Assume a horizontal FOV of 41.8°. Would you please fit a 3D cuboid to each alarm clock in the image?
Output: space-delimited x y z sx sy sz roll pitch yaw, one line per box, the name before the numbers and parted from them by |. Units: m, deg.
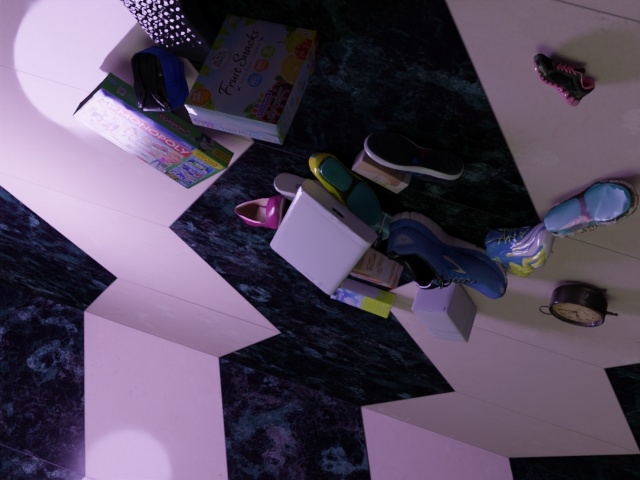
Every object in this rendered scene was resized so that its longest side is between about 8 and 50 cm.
alarm clock | 0.599 0.155 1.995 0.129 0.064 0.192 33 152 -25

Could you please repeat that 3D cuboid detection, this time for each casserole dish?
casserole dish | 0.109 -0.030 2.041 0.114 0.037 0.188 31 156 -21

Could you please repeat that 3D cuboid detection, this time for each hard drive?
hard drive | 0.000 0.000 1.962 0.203 0.040 0.307 40 150 4

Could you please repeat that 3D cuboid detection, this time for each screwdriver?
screwdriver | 0.142 -0.022 1.955 0.025 0.024 0.170 48 159 11

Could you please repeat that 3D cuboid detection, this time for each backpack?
backpack | -0.324 -0.330 1.682 0.098 0.101 0.120 3 119 28

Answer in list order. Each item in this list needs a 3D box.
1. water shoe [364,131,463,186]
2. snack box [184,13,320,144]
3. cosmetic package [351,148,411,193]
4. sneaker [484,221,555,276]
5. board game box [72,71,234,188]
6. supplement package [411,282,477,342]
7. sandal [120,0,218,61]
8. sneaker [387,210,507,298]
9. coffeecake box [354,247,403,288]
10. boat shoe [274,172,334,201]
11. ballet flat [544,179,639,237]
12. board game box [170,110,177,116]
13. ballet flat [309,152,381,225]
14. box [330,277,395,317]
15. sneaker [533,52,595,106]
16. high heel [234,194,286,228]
water shoe | 0.181 -0.153 1.670 0.203 0.073 0.080 19 159 6
snack box | -0.116 -0.285 1.466 0.174 0.207 0.070 15 156 14
cosmetic package | 0.130 -0.149 1.760 0.115 0.041 0.060 26 156 -11
sneaker | 0.420 0.012 1.802 0.126 0.091 0.240 20 157 5
board game box | -0.375 -0.236 1.868 0.317 0.046 0.213 33 155 -23
supplement package | 0.332 0.184 2.226 0.105 0.105 0.179 6 153 32
sandal | -0.272 -0.448 1.407 0.167 0.107 0.446 16 169 8
sneaker | 0.288 0.067 1.961 0.330 0.147 0.130 27 156 -15
coffeecake box | 0.101 0.053 2.107 0.142 0.068 0.185 16 173 37
boat shoe | -0.021 -0.103 1.961 0.184 0.066 0.063 15 166 13
ballet flat | 0.526 -0.062 1.593 0.077 0.091 0.241 -2 172 -26
board game box | -0.380 -0.260 1.938 0.141 0.048 0.170 7 153 34
ballet flat | 0.053 -0.119 1.868 0.231 0.077 0.077 44 169 -36
box | 0.123 0.164 2.435 0.178 0.042 0.109 19 156 5
sneaker | 0.384 -0.262 1.313 0.119 0.047 0.057 30 141 -28
high heel | -0.151 -0.079 2.076 0.117 0.082 0.244 15 176 -6
